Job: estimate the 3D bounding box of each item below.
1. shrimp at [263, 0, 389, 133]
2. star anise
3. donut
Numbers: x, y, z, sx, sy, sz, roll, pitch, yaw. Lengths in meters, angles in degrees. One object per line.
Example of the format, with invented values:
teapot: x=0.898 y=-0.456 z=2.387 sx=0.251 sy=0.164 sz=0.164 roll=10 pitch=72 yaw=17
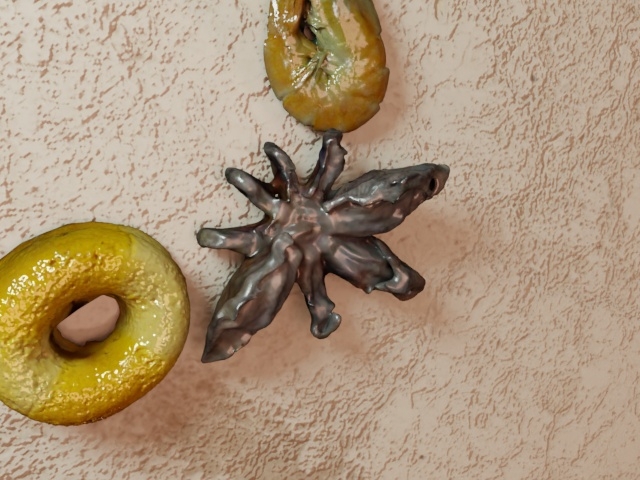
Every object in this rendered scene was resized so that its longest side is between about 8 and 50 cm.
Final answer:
shrimp: x=-0.004 y=-0.202 z=0.593 sx=0.115 sy=0.051 sz=0.217 roll=-21 pitch=108 yaw=-15
star anise: x=0.005 y=-0.001 z=0.598 sx=0.258 sy=0.110 sz=0.198 roll=-9 pitch=102 yaw=-13
donut: x=-0.199 y=0.075 z=0.548 sx=0.190 sy=0.075 sz=0.174 roll=-19 pitch=105 yaw=-18
